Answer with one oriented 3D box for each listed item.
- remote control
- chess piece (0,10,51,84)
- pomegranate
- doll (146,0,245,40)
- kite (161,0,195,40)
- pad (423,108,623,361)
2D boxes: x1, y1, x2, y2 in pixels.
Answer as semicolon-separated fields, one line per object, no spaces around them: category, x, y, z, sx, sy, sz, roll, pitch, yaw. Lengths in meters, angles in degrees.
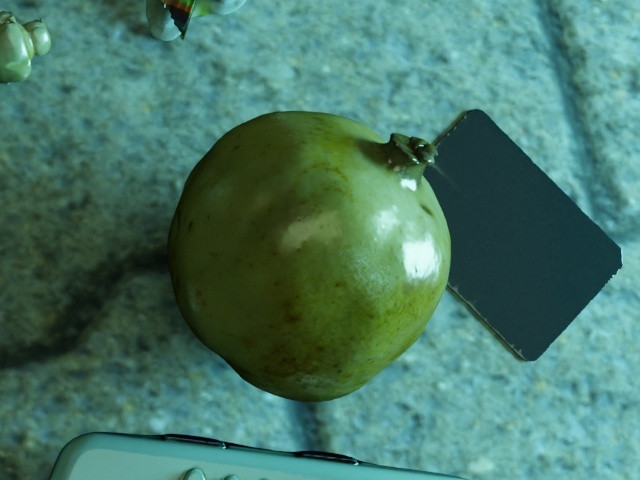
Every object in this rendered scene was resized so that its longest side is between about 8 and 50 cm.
remote control;-0.036;0.203;1.193;0.296;0.056;0.140;9;76;-11
chess piece;-0.260;-0.110;1.207;0.172;0.060;0.060;-21;85;-17
pomegranate;0.000;0.000;1.174;0.196;0.196;0.196;2;79;-12
doll;-0.114;-0.350;1.238;0.423;0.161;0.348;36;97;-5
kite;-0.109;-0.195;1.233;0.090;0.004;0.122;-31;110;18
pad;0.129;-0.005;1.295;0.157;0.003;0.112;45;74;-1
